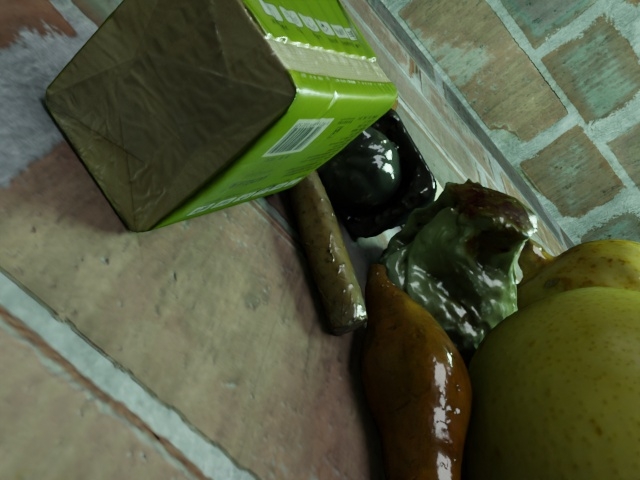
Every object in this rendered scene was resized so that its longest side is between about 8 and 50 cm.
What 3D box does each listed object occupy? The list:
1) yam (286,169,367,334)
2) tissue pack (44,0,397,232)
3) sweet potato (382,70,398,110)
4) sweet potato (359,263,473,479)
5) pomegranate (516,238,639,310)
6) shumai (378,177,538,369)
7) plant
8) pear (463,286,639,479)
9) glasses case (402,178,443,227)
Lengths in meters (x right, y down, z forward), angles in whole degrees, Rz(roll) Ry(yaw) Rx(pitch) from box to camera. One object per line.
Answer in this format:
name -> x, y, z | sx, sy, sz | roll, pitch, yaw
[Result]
yam -> 0.000, 0.000, 0.712 | 0.057, 0.057, 0.241 | 25, 39, -47
tissue pack -> -0.073, -0.140, 0.584 | 0.167, 0.200, 0.275 | 56, 25, 1
sweet potato -> 0.077, -0.295, 1.168 | 0.106, 0.095, 0.355 | 20, 2, 33
sweet potato -> 0.100, 0.148, 0.633 | 0.112, 0.112, 0.359 | 36, 26, -33
pomegranate -> 0.425, 0.143, 0.977 | 0.342, 0.343, 0.342 | 41, 28, -27
shumai -> 0.221, 0.048, 0.846 | 0.261, 0.222, 0.225 | 28, 33, -52
plant -> 0.085, -0.094, 0.877 | 0.256, 0.142, 0.164 | 12, 49, -61
pear -> 0.319, 0.215, 0.665 | 0.348, 0.348, 0.348 | 41, 28, -27
glasses case -> 0.185, -0.058, 1.086 | 0.312, 0.070, 0.131 | 59, 24, 10
